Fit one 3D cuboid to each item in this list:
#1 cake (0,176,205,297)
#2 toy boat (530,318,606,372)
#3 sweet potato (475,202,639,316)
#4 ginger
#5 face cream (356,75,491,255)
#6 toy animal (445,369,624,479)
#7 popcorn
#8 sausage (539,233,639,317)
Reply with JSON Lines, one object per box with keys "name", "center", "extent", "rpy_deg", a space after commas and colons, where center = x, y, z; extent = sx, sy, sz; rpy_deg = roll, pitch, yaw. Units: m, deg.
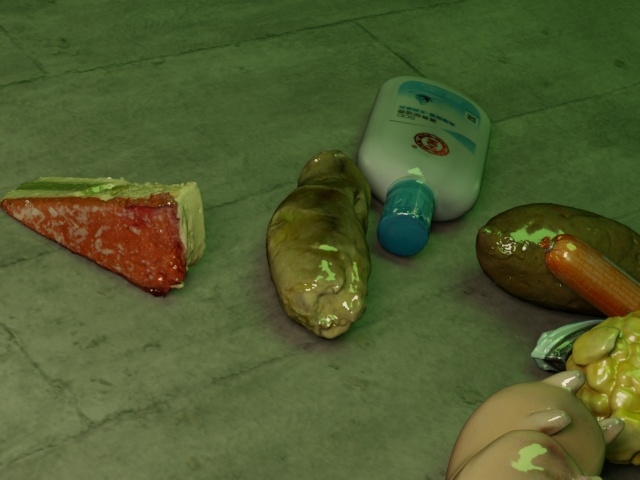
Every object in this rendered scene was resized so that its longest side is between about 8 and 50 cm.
{"name": "cake", "center": [-0.219, -0.005, 1.532], "extent": [0.220, 0.116, 0.086], "rpy_deg": [0, 22, 26]}
{"name": "toy boat", "center": [0.286, 0.119, 1.644], "extent": [0.140, 0.059, 0.066], "rpy_deg": [-9, 16, -40]}
{"name": "sweet potato", "center": [0.358, 0.037, 1.737], "extent": [0.423, 0.130, 0.130], "rpy_deg": [12, 35, -22]}
{"name": "ginger", "center": [0.000, 0.000, 1.591], "extent": [0.116, 0.109, 0.263], "rpy_deg": [-3, 33, 9]}
{"name": "face cream", "center": [0.124, -0.094, 1.812], "extent": [0.163, 0.080, 0.336], "rpy_deg": [23, 34, -1]}
{"name": "toy animal", "center": [0.186, 0.228, 1.345], "extent": [0.166, 0.154, 0.250], "rpy_deg": [47, 30, -5]}
{"name": "popcorn", "center": [0.329, 0.155, 1.550], "extent": [0.163, 0.140, 0.194], "rpy_deg": [33, 43, 0]}
{"name": "sausage", "center": [0.376, 0.092, 1.646], "extent": [0.348, 0.053, 0.053], "rpy_deg": [35, 30, -19]}
